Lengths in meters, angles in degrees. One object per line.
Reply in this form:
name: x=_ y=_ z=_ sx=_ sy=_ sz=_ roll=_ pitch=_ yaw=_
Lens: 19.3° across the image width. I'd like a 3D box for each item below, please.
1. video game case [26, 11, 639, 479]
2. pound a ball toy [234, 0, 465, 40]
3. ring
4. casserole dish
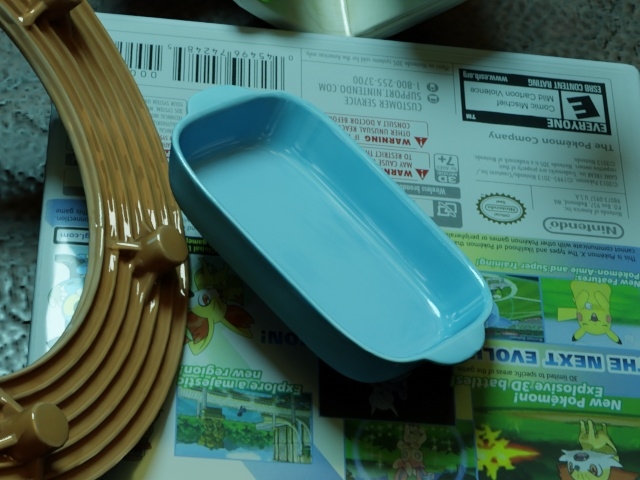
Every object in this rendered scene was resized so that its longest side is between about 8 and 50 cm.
video game case: x=0.019 y=0.016 z=0.974 sx=0.329 sy=0.036 sz=0.300 roll=5 pitch=54 yaw=-8
pound a ball toy: x=0.052 y=-0.249 z=1.050 sx=0.136 sy=0.208 sz=0.319 roll=21 pitch=54 yaw=-50
ring: x=-0.174 y=-0.044 z=0.814 sx=0.336 sy=0.032 sz=0.336 roll=33 pitch=43 yaw=-36
casserole dish: x=0.000 y=0.000 z=0.916 sx=0.188 sy=0.037 sz=0.114 roll=46 pitch=38 yaw=15
